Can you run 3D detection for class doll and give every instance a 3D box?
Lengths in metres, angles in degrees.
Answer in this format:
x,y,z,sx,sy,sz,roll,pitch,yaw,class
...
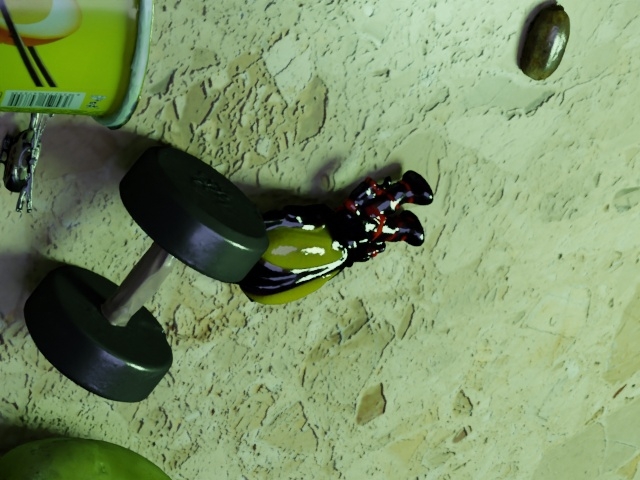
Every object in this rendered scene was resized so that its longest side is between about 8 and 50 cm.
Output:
x,y,z,sx,sy,sz,roll,pitch,yaw,class
0.002,0.000,1.709,0.249,0.088,0.127,-15,112,-26,doll

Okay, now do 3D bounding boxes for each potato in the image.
x,y,z,sx,sy,sz,roll,pitch,yaw,class
-0.240,0.329,1.763,0.216,0.216,0.304,-44,123,10,potato

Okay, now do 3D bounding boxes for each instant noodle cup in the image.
x,y,z,sx,sy,sz,roll,pitch,yaw,class
-0.271,-0.229,1.246,0.222,0.311,0.311,-7,128,-22,instant noodle cup

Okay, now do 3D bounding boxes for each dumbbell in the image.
x,y,z,sx,sy,sz,roll,pitch,yaw,class
-0.169,0.033,1.602,0.152,0.152,0.218,27,110,-39,dumbbell

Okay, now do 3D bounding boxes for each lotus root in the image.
x,y,z,sx,sy,sz,roll,pitch,yaw,class
0.233,-0.202,1.709,0.037,0.030,0.083,-1,125,-25,lotus root

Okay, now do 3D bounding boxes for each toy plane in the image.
x,y,z,sx,sy,sz,roll,pitch,yaw,class
-0.270,-0.088,1.527,0.031,0.049,0.120,8,104,-33,toy plane
